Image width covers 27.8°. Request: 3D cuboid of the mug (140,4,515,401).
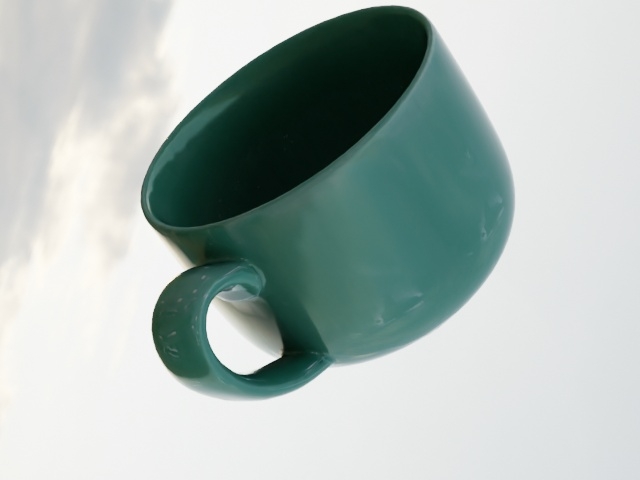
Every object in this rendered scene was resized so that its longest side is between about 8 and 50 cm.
[{"bbox_3d":[0.000,-0.005,0.503,0.157,0.097,0.129,-40,-151,-7],"label":"mug"}]
